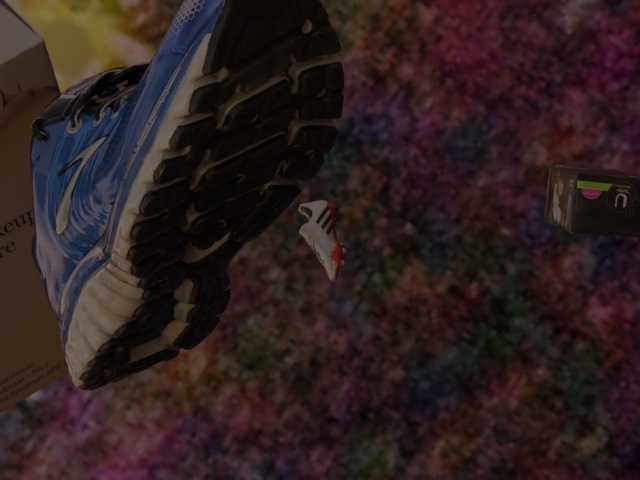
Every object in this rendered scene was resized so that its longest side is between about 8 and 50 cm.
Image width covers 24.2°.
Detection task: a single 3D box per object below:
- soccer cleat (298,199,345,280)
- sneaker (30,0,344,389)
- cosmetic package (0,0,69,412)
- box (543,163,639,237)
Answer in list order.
[{"bbox_3d":[0.000,0.000,1.283,0.029,0.036,0.083,107,160,-52],"label":"soccer cleat"},{"bbox_3d":[-0.102,-0.048,0.825,0.130,0.147,0.330,-21,-21,-37],"label":"sneaker"},{"bbox_3d":[-0.261,-0.022,1.131,0.160,0.113,0.309,-32,-40,-19],"label":"cosmetic package"},{"bbox_3d":[0.230,-0.034,1.253,0.083,0.062,0.052,-129,44,-79],"label":"box"}]
